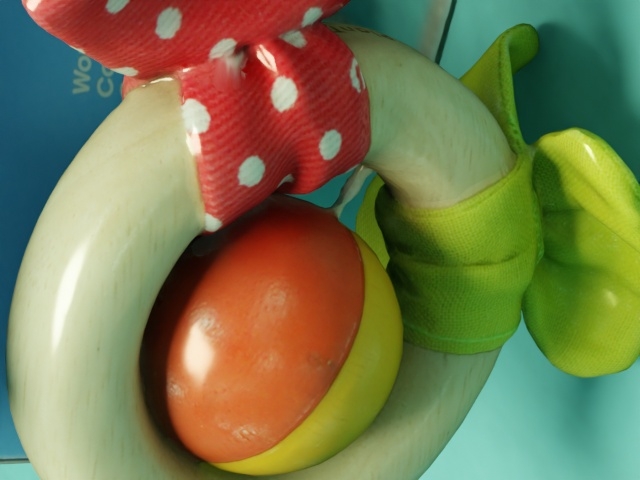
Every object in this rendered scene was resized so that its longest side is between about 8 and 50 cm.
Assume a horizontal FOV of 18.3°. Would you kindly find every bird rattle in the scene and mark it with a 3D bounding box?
[{"bbox_3d":[0.000,0.000,0.552,0.143,0.253,0.207,31,90,38],"label":"bird rattle"}]

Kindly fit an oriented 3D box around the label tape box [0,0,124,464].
[{"bbox_3d":[-0.108,-0.051,0.654,0.334,0.106,0.240,-179,93,-74],"label":"label tape box"}]
